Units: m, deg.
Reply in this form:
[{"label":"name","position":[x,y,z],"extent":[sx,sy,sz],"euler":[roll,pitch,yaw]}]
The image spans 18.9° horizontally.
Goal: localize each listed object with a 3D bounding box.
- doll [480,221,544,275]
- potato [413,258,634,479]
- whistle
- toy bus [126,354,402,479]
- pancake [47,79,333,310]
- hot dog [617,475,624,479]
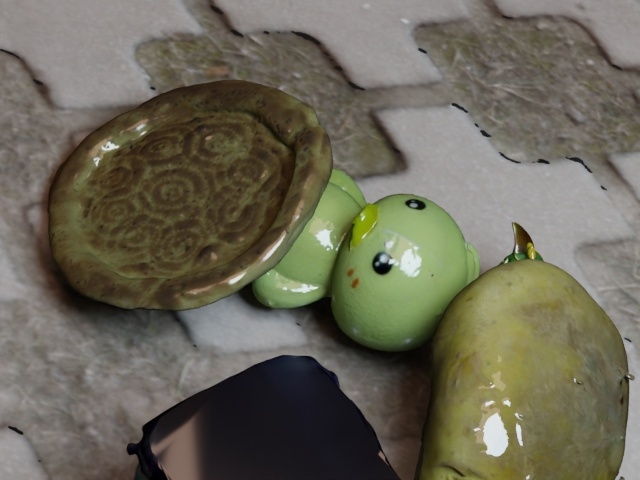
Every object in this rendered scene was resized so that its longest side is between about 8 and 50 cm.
[{"label":"doll","position":[0.175,0.040,1.632],"extent":[0.076,0.113,0.078],"euler":[13,53,-24]},{"label":"potato","position":[0.154,0.161,1.498],"extent":[0.141,0.191,0.296],"euler":[3,64,41]},{"label":"whistle","position":[0.002,-0.004,1.599],"extent":[0.294,0.141,0.141],"euler":[26,54,5]},{"label":"toy bus","position":[0.020,0.285,1.386],"extent":[0.171,0.162,0.386],"euler":[-26,66,-22]},{"label":"pancake","position":[-0.116,-0.041,1.594],"extent":[0.250,0.031,0.250],"euler":[-10,50,12]},{"label":"hot dog","position":[0.299,0.298,1.512],"extent":[0.109,0.072,0.269],"euler":[-14,60,-21]}]
